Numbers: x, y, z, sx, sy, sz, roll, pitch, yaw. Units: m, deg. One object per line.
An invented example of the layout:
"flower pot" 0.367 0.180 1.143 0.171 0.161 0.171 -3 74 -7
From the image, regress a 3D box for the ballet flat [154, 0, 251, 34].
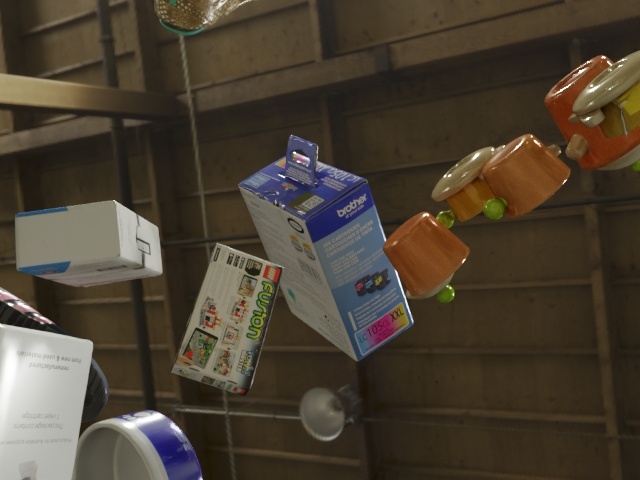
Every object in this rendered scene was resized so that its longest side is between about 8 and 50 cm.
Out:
"ballet flat" -0.086 -0.259 0.709 0.073 0.206 0.067 25 -50 3

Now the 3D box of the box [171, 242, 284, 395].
"box" -0.133 0.113 1.099 0.114 0.207 0.036 21 -34 -9

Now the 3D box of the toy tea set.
"toy tea set" 0.220 -0.050 0.751 0.336 0.200 0.124 -39 -83 19

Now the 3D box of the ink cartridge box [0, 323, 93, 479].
"ink cartridge box" -0.412 0.272 0.737 0.279 0.160 0.385 2 -102 18

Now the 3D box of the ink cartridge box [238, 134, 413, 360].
"ink cartridge box" 0.000 0.000 1.424 0.270 0.151 0.395 29 -33 53

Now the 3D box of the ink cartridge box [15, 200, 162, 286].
"ink cartridge box" -0.337 0.010 1.108 0.148 0.203 0.086 -8 -99 2

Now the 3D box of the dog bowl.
"dog bowl" -0.334 0.448 1.353 0.265 0.104 0.265 4 -83 39

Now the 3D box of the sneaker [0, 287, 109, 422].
"sneaker" -0.441 0.149 1.127 0.319 0.131 0.112 39 -92 1
